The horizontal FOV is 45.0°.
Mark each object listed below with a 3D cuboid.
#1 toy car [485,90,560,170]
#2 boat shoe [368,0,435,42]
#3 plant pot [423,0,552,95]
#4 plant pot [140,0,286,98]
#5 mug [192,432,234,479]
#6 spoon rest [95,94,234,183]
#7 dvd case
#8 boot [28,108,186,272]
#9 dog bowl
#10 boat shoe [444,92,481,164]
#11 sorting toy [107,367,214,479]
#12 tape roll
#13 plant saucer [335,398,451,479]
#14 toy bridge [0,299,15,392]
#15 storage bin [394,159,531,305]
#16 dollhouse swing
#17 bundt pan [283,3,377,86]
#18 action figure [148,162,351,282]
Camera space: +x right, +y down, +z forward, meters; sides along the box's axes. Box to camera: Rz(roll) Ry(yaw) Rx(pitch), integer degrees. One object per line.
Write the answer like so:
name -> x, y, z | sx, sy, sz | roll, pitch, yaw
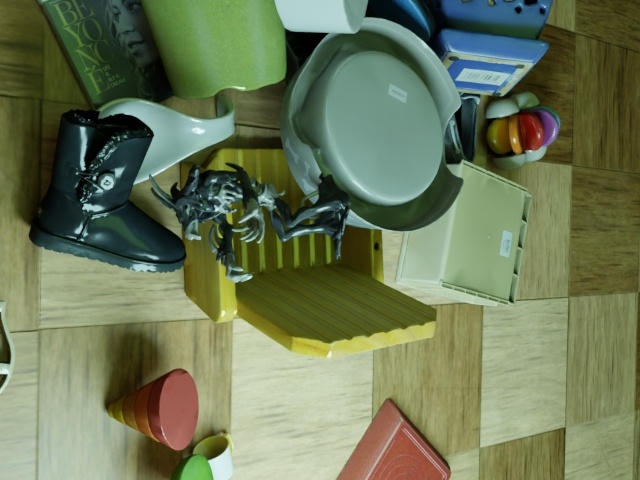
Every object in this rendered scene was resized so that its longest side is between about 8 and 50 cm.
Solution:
toy car -> 0.462, -0.248, 1.726 | 0.182, 0.136, 0.159 | -23, 105, -36
boat shoe -> 0.120, -0.451, 1.312 | 0.258, 0.109, 0.089 | 45, 61, -33
plant pot -> 0.301, -0.407, 1.470 | 0.236, 0.236, 0.212 | 5, 77, -8
plant pot -> -0.159, -0.355, 1.161 | 0.276, 0.276, 0.254 | -24, 115, -36
mug -> -0.168, 0.367, 1.292 | 0.078, 0.062, 0.064 | -28, 116, -28
spoon rest -> -0.239, -0.167, 1.193 | 0.276, 0.084, 0.137 | -23, 126, -37
dvd case -> -0.313, -0.303, 1.181 | 0.164, 0.018, 0.221 | -35, 112, -33
boot -> -0.278, -0.070, 1.121 | 0.246, 0.094, 0.207 | 14, 111, -33
dog bowl -> 0.086, -0.179, 1.264 | 0.349, 0.102, 0.349 | 7, 78, -36
boat shoe -> 0.285, -0.304, 1.605 | 0.108, 0.102, 0.301 | 3, 89, -39
sorting toy -> -0.249, 0.376, 1.203 | 0.127, 0.126, 0.365 | -44, 127, -69
tape roll -> 0.008, -0.442, 1.102 | 0.286, 0.100, 0.286 | 6, 90, -78
plant saucer -> 0.153, 0.498, 1.559 | 0.259, 0.048, 0.258 | 50, 62, -27
toy bridge -> -0.461, 0.175, 1.072 | 0.063, 0.026, 0.188 | 14, 83, -39
storage bin -> 0.310, -0.010, 1.622 | 0.260, 0.123, 0.262 | 17, 81, -38
dollhouse swing -> 0.000, 0.000, 1.260 | 0.347, 0.305, 0.315 | -5, 94, -38
bundt pan -> 0.028, -0.378, 1.384 | 0.331, 0.124, 0.331 | -2, 93, -38
action figure -> -0.101, -0.030, 1.072 | 0.276, 0.164, 0.141 | 3, 64, -8
